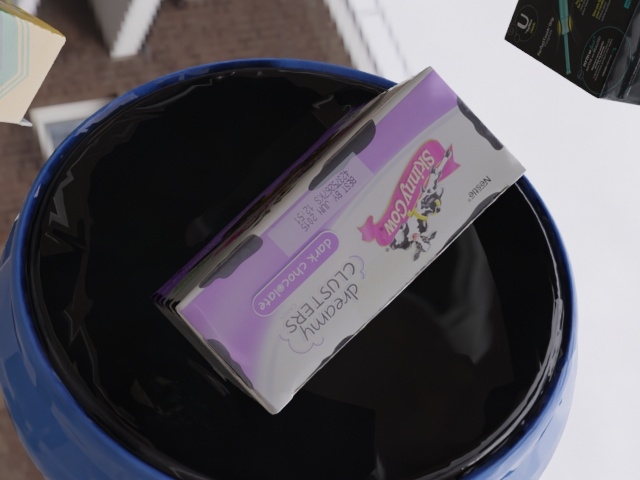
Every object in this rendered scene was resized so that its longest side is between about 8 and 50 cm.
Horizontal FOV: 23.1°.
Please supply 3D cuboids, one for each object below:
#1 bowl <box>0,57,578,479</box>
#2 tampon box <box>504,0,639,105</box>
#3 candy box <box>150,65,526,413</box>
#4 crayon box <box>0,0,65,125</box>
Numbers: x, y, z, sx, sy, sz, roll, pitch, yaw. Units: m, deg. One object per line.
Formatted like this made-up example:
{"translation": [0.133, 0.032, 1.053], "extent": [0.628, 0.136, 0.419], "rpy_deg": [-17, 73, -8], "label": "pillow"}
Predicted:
{"translation": [-0.017, 0.035, 1.021], "extent": [0.391, 0.391, 0.077], "rpy_deg": [61, -25, 30], "label": "bowl"}
{"translation": [0.277, -0.212, 1.504], "extent": [0.161, 0.101, 0.120], "rpy_deg": [44, -59, 49], "label": "tampon box"}
{"translation": [0.000, 0.000, 0.797], "extent": [0.070, 0.165, 0.196], "rpy_deg": [48, -8, -6], "label": "candy box"}
{"translation": [-0.303, -0.167, 1.089], "extent": [0.083, 0.203, 0.323], "rpy_deg": [-60, 179, 3], "label": "crayon box"}
